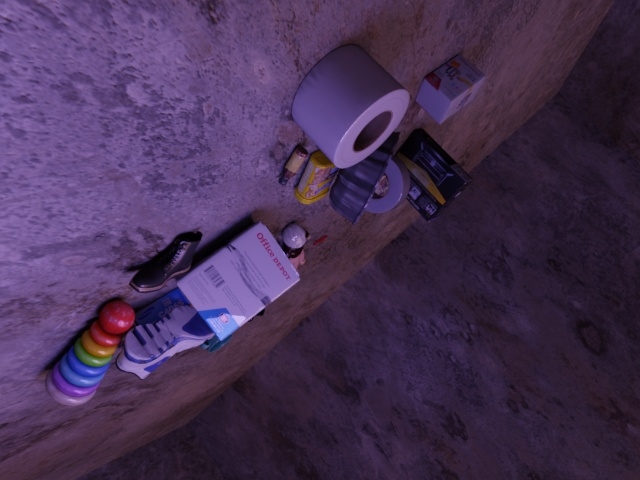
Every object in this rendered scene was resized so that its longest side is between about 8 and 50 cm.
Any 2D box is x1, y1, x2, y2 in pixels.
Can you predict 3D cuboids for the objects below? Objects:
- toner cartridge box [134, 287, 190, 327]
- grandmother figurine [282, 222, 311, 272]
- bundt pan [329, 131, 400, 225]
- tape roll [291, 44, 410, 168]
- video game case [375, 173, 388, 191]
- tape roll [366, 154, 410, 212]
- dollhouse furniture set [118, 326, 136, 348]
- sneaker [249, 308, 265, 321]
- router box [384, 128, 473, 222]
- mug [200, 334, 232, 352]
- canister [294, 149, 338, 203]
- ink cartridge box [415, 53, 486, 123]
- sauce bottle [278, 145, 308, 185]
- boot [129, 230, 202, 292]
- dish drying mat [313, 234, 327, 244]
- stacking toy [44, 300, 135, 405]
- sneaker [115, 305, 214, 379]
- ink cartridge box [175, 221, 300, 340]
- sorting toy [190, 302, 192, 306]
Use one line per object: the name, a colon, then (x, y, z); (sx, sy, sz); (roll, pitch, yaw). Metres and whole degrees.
toner cartridge box: (-0.529, 0.296, 1.554); (0.165, 0.075, 0.348); (-34, 164, -27)
grandmother figurine: (-0.112, 0.036, 1.833); (0.342, 0.103, 0.208); (98, 15, -64)
bundt pan: (0.125, -0.221, 1.449); (0.331, 0.124, 0.331); (-155, -90, -88)
tape roll: (0.074, -0.322, 1.108); (0.246, 0.169, 0.246); (-37, 164, -12)
video game case: (0.201, -0.209, 1.960); (0.210, 0.042, 0.232); (-35, 166, 9)
tape roll: (0.220, -0.215, 1.681); (0.072, 0.219, 0.219); (-21, 155, -54)
dollhouse furniture set: (-0.582, 0.286, 1.410); (0.114, 0.091, 0.081); (-56, 175, 36)
sneaker: (-0.321, 0.352, 2.229); (0.067, 0.078, 0.188); (-23, 158, -49)
router box: (0.440, -0.271, 1.891); (0.081, 0.309, 0.243); (-21, 157, -47)
mug: (-0.472, 0.417, 2.002); (0.129, 0.097, 0.158); (-38, 164, -9)
canister: (-0.005, -0.206, 1.431); (0.126, 0.073, 0.170); (-30, 160, -38)
ink cartridge box: (0.444, -0.518, 1.548); (0.176, 0.128, 0.127); (-38, 165, -17)
sauce bottle: (-0.081, -0.210, 1.288); (0.042, 0.042, 0.128); (-20, 155, -53)
boot: (-0.403, 0.048, 1.189); (0.137, 0.076, 0.198); (-55, 174, 29)
dish drying mat: (0.000, 0.000, 2.160); (0.083, 0.008, 0.032); (-29, 162, -39)
stacking toy: (-0.619, 0.301, 1.251); (0.330, 0.141, 0.141); (-49, 164, 16)
sneaker: (-0.487, 0.311, 1.360); (0.182, 0.128, 0.315); (-42, 166, 27)
ink cartridge box: (-0.254, 0.117, 1.396); (0.307, 0.223, 0.129); (-37, -167, -15)
sorting toy: (-0.359, 0.186, 1.719); (0.347, 0.047, 0.196); (-37, 165, -13)
